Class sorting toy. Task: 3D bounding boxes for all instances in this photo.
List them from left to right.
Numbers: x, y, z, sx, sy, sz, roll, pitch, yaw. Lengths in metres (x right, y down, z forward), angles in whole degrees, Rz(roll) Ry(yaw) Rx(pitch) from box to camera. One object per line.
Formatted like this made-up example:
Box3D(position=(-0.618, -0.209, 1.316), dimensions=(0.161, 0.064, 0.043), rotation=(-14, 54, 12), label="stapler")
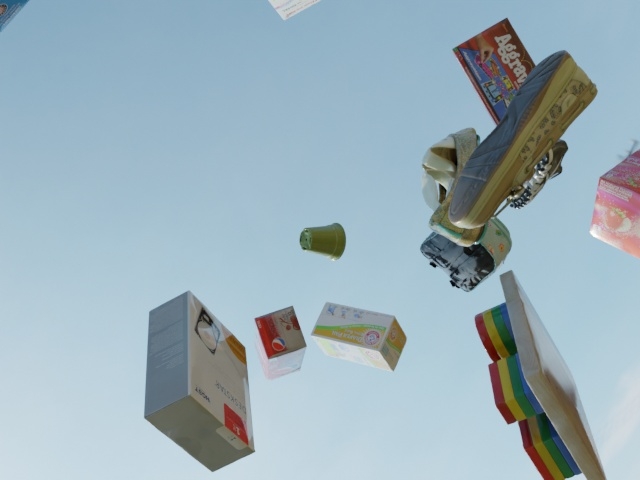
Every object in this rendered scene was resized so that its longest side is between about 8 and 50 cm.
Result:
Box3D(position=(0.331, 0.223, 1.174), dimensions=(0.089, 0.255, 0.257), rotation=(-27, -64, 19), label="sorting toy")

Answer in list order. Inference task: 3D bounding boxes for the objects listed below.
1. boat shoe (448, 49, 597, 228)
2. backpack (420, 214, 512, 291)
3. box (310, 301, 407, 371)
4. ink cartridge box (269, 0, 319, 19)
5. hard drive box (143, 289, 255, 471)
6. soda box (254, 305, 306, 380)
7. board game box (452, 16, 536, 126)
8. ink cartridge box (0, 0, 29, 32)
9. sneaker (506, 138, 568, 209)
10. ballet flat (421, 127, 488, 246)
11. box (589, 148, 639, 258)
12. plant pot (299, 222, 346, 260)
Box3D(position=(0.282, -0.125, 1.031), dimensions=(0.089, 0.104, 0.285), rotation=(36, -93, -16), label="boat shoe")
Box3D(position=(0.334, 0.006, 1.658), dimensions=(0.144, 0.166, 0.188), rotation=(-41, -8, -20), label="backpack")
Box3D(position=(0.098, 0.240, 1.885), dimensions=(0.103, 0.203, 0.114), rotation=(-63, -36, -26), label="box")
Box3D(position=(-0.054, -0.452, 1.280), dimensions=(0.092, 0.090, 0.143), rotation=(-25, -11, 11), label="ink cartridge box")
Box3D(position=(-0.198, 0.229, 1.235), dimensions=(0.089, 0.232, 0.181), rotation=(-28, -51, 12), label="hard drive box")
Box3D(position=(-0.087, 0.218, 1.561), dimensions=(0.083, 0.092, 0.263), rotation=(-18, -18, -11), label="soda box")
Box3D(position=(0.436, -0.358, 1.733), dimensions=(0.145, 0.281, 0.027), rotation=(-29, -7, 6), label="board game box")
Box3D(position=(-0.432, -0.266, 0.803), dimensions=(0.139, 0.082, 0.190), rotation=(-41, -12, 13), label="ink cartridge box")
Box3D(position=(0.518, -0.157, 1.777), dimensions=(0.106, 0.078, 0.234), rotation=(-20, -28, -22), label="sneaker")
Box3D(position=(0.244, -0.122, 1.411), dimensions=(0.349, 0.123, 0.123), rotation=(-81, -12, -51), label="ballet flat")
Box3D(position=(0.569, -0.030, 1.163), dimensions=(0.128, 0.257, 0.123), rotation=(-31, -46, -27), label="box")
Box3D(position=(0.000, 0.000, 1.619), dimensions=(0.079, 0.083, 0.083), rotation=(5, -69, -35), label="plant pot")
